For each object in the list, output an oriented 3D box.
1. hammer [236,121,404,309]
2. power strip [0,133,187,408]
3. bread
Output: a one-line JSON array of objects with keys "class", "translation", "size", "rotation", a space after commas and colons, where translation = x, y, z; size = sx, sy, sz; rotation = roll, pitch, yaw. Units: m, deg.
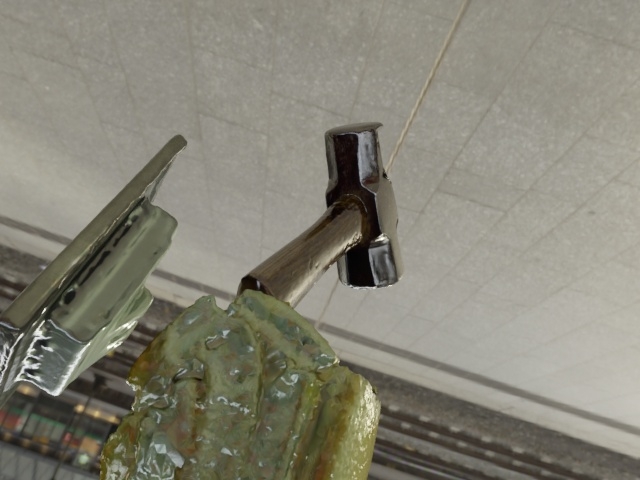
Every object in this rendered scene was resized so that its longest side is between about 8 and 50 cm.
[{"class": "hammer", "translation": [0.000, 0.000, 0.798], "size": [0.096, 0.409, 0.242], "rotation": [-1, 109, 25]}, {"class": "power strip", "translation": [-0.214, 0.052, 0.603], "size": [0.092, 0.251, 0.257], "rotation": [41, 138, -5]}, {"class": "bread", "translation": [-0.059, 0.172, 0.472], "size": [0.186, 0.256, 0.124], "rotation": [7, 158, 13]}]
